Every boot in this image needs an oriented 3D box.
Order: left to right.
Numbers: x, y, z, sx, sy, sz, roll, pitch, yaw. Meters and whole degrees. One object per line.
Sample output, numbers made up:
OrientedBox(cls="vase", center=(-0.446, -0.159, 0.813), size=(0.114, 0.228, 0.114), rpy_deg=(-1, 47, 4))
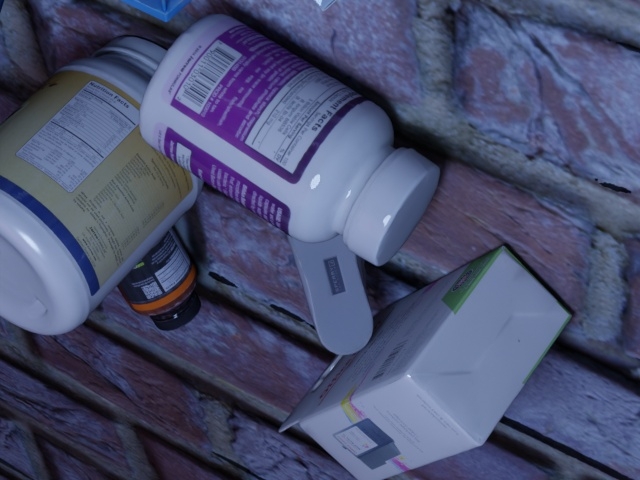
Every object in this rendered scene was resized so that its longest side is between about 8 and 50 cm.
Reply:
OrientedBox(cls="boot", center=(0.000, 0.000, 2.028), size=(0.123, 0.095, 0.258), rpy_deg=(-125, 26, -70))

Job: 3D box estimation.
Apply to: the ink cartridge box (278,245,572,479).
OrientedBox(cls="ink cartridge box", center=(0.110, 0.158, 1.994), size=(0.119, 0.207, 0.353), rpy_deg=(44, 151, -8))

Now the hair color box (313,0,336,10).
OrientedBox(cls="hair color box", center=(-0.084, -0.382, 1.522), size=(0.374, 0.113, 0.185), rpy_deg=(46, -169, -9))

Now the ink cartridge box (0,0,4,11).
OrientedBox(cls="ink cartridge box", center=(-0.473, -0.391, 1.834), size=(0.286, 0.166, 0.395), rpy_deg=(14, 158, -4))

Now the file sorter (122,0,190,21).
OrientedBox(cls="file sorter", center=(-0.194, -0.328, 1.798), size=(0.170, 0.118, 0.104), rpy_deg=(27, 143, 23))

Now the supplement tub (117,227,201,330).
OrientedBox(cls="supplement tub", center=(-0.231, 0.027, 2.307), size=(0.106, 0.106, 0.198), rpy_deg=(9, 137, 42))

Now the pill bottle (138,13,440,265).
OrientedBox(cls="pill bottle", center=(-0.030, -0.102, 1.853), size=(0.301, 0.169, 0.169), rpy_deg=(33, 149, 14))

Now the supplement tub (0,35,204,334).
OrientedBox(cls="supplement tub", center=(-0.278, -0.069, 2.025), size=(0.228, 0.316, 0.228), rpy_deg=(28, 147, 20))
